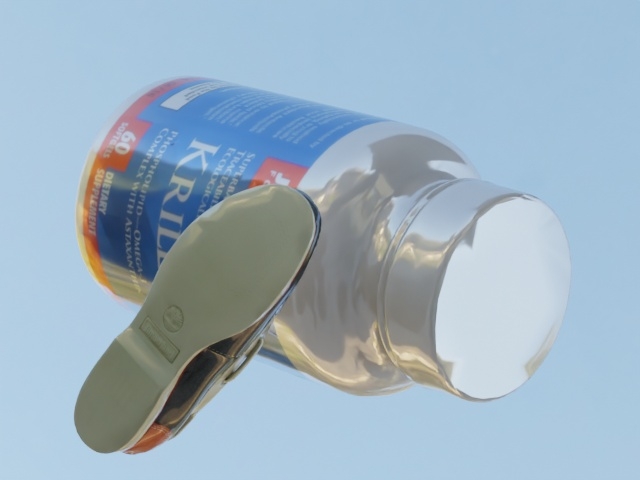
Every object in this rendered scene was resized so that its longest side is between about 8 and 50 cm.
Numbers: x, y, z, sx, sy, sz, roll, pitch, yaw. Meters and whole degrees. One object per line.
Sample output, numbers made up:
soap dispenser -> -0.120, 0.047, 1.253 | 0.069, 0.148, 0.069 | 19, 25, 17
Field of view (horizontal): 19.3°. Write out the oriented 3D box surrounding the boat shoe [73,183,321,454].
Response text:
boat shoe -> -0.043, 0.032, 0.732 | 0.137, 0.043, 0.049 | -51, -117, 19

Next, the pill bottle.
pill bottle -> 0.000, 0.000, 0.854 | 0.221, 0.124, 0.124 | 16, -45, 44
